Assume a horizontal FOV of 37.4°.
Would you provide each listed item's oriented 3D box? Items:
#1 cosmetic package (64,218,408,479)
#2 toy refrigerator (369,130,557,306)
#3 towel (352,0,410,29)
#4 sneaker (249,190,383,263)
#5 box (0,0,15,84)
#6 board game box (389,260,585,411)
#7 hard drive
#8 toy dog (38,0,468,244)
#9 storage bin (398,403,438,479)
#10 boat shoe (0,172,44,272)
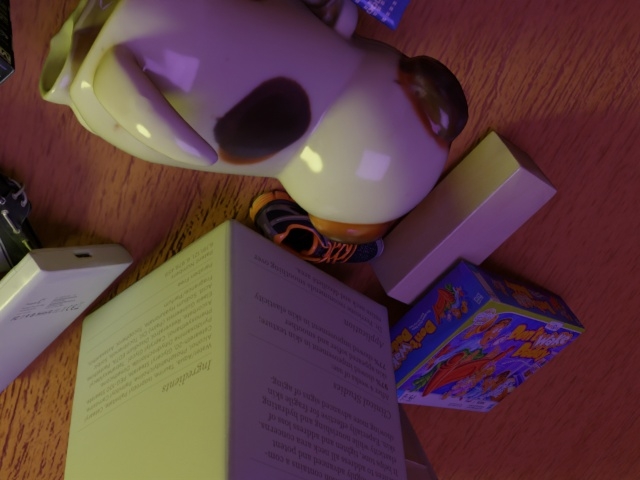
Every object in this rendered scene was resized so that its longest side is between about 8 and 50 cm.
[{"bbox_3d":[-0.112,0.255,1.266,0.327,0.393,0.329,-31,134,30],"label":"cosmetic package"},{"bbox_3d":[0.202,-0.026,1.388,0.102,0.094,0.269,24,119,-42],"label":"toy refrigerator"},{"bbox_3d":[0.007,-0.400,0.913,0.336,0.040,0.243,34,82,-22],"label":"towel"},{"bbox_3d":[0.000,0.000,1.344,0.215,0.083,0.084,14,122,-30],"label":"sneaker"},{"bbox_3d":[-0.383,-0.256,0.921,0.045,0.184,0.191,-35,132,13],"label":"box"},{"bbox_3d":[0.248,0.165,1.509,0.233,0.078,0.347,-46,146,20],"label":"board game box"},{"bbox_3d":[-0.409,0.119,1.259,0.307,0.040,0.203,-42,167,18],"label":"hard drive"},{"bbox_3d":[-0.042,-0.168,0.993,0.408,0.395,0.284,23,106,-26],"label":"toy dog"},{"bbox_3d":[0.046,0.408,1.593,0.123,0.260,0.262,20,120,-36],"label":"storage bin"},{"bbox_3d":[-0.396,-0.049,1.173,0.070,0.077,0.219,-13,140,-7],"label":"boat shoe"}]
